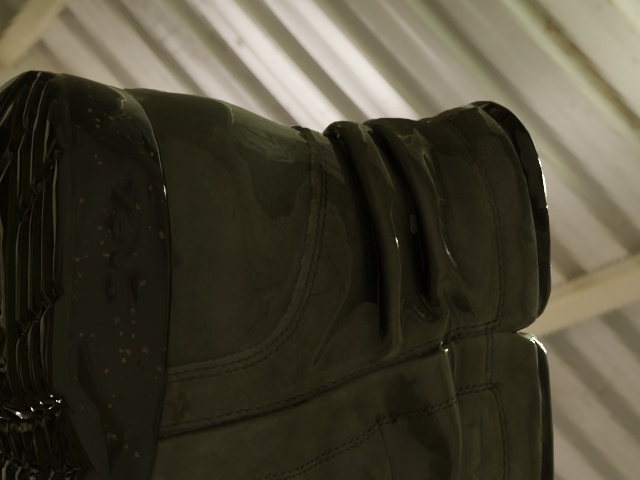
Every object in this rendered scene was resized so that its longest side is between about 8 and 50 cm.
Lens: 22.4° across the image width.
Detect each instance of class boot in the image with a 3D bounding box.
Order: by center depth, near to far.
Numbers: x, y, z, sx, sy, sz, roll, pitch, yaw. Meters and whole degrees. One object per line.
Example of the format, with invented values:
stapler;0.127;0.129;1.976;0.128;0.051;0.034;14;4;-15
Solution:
boot;-0.007;0.081;0.395;0.083;0.161;0.246;2;-93;57
